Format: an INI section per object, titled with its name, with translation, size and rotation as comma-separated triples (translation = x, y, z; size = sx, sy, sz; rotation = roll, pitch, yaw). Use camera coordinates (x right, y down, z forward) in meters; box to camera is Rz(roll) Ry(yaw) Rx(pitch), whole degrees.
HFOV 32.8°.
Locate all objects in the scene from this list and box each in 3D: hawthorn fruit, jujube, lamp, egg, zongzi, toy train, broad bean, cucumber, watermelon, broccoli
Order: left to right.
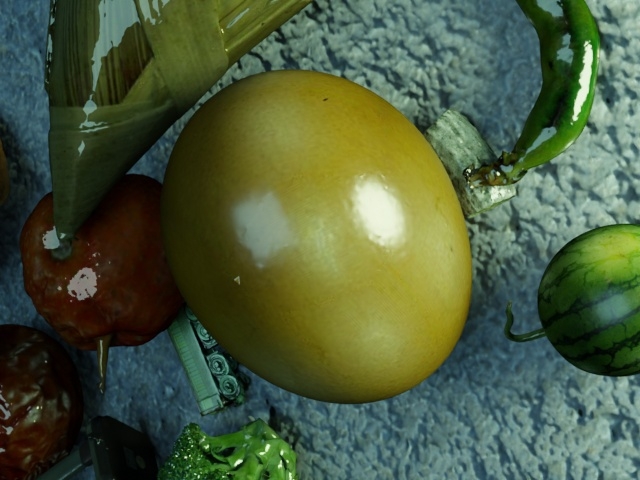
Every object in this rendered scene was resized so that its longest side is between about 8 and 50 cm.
[jujube]
translation = -0.398, 0.233, 1.386
size = 0.190, 0.190, 0.255
rotation = 28, 126, 23
[lamp]
translation = -0.298, 0.373, 1.328
size = 0.283, 0.125, 0.203
rotation = -47, 46, 24
[hawthorn fruit]
translation = -0.243, 0.054, 1.235
size = 0.208, 0.207, 0.243
rotation = -11, 70, 29
[toy train]
translation = -0.138, 0.135, 1.297
size = 0.071, 0.038, 0.147
rotation = -27, 83, 28
[broccoli]
translation = -0.092, 0.283, 1.224
size = 0.195, 0.195, 0.156
rotation = 39, 75, 19
[zongzi]
translation = -0.046, -0.226, 1.069
size = 0.500, 0.218, 0.466
rotation = -1, 86, 30
[egg]
translation = 0.000, 0.000, 1.061
size = 0.283, 0.282, 0.351
rotation = -29, 111, 28
[cucumber]
translation = 0.147, -0.079, 1.102
size = 0.064, 0.064, 0.112
rotation = -36, 80, 27
[broad bean]
translation = 0.196, -0.198, 1.057
size = 0.144, 0.049, 0.291
rotation = -7, 85, 13
[watermelon]
translation = 0.261, 0.062, 1.019
size = 0.187, 0.141, 0.140
rotation = -25, 84, 37

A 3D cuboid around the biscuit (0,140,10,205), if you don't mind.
[biscuit]
translation = -0.596, -0.035, 1.436
size = 0.456, 0.078, 0.349
rotation = -12, 67, 24
